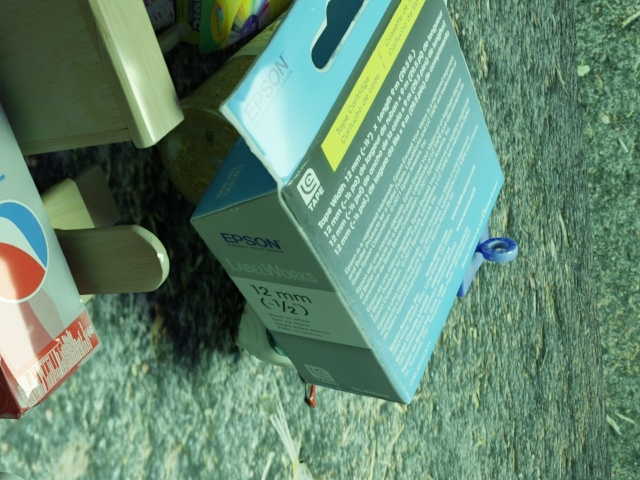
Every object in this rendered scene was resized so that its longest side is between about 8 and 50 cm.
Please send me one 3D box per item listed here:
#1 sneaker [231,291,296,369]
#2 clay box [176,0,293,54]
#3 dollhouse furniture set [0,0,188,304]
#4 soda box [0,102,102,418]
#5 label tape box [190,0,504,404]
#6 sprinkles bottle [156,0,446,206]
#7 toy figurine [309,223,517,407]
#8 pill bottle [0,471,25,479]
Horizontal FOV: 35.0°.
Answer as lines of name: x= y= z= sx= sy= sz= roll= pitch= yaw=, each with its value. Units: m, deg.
sneaker: x=0.000 y=0.000 z=0.980 sx=0.107 sy=0.110 sz=0.275 roll=125 pitch=-14 yaw=-63
clay box: x=-0.070 y=-0.258 z=0.927 sx=0.222 sy=0.053 sz=0.127 roll=-44 pitch=147 yaw=-56
dollhouse furniture set: x=-0.118 y=-0.167 z=0.731 sx=0.355 sy=0.174 sz=0.303 roll=-52 pitch=132 yaw=-52
soda box: x=-0.227 y=-0.025 z=0.584 sx=0.083 sy=0.092 sz=0.263 roll=-51 pitch=130 yaw=-54
label tape box: x=0.019 y=-0.070 z=0.787 sx=0.249 sy=0.115 sz=0.347 roll=-63 pitch=142 yaw=-28
sprinkles bottle: x=-0.004 y=-0.162 z=0.946 sx=0.355 sy=0.121 sz=0.121 roll=-51 pitch=131 yaw=-41
toy figurine: x=0.122 y=0.021 z=1.124 sx=0.362 sy=0.217 sz=0.191 roll=-46 pitch=127 yaw=-55
pill bottle: x=-0.218 y=0.191 z=0.598 sx=0.120 sy=0.067 sz=0.067 roll=-44 pitch=125 yaw=-57
